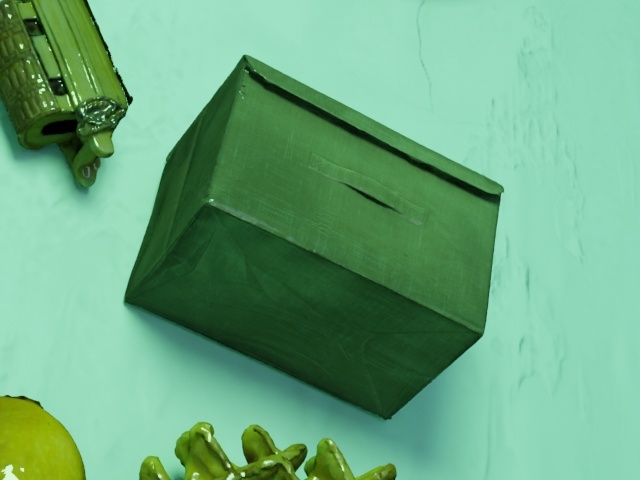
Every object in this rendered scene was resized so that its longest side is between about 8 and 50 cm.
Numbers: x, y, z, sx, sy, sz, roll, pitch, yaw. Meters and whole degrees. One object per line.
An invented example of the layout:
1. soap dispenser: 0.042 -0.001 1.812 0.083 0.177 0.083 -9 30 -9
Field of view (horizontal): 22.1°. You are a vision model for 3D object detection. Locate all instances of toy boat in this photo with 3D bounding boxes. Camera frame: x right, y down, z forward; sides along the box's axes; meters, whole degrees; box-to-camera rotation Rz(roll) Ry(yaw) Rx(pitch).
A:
1. toy boat: -0.213 -0.148 1.250 0.088 0.068 0.226 -12 67 -32

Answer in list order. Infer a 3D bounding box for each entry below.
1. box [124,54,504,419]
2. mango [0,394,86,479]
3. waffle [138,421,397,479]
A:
1. box: 0.000 0.000 1.226 0.231 0.155 0.149 26 49 -17
2. mango: -0.211 0.226 0.921 0.120 0.177 0.295 28 61 -30
3. waffle: -0.038 0.263 1.081 0.259 0.069 0.293 20 53 -18
